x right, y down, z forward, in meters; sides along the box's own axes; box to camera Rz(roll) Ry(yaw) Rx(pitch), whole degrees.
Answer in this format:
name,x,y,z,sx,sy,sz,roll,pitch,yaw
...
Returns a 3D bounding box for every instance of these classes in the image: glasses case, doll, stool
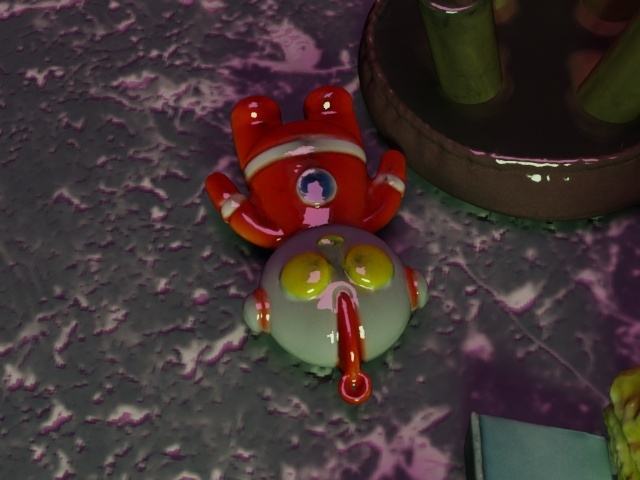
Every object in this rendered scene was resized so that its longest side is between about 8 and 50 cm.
name,x,y,z,sx,sy,sz,roll,pitch,yaw
glasses case,0.132,0.239,0.799,0.105,0.056,0.266,13,55,-22
doll,0.000,0.000,0.924,0.142,0.076,0.245,-8,55,-6
stool,0.163,-0.167,0.968,0.272,0.178,0.272,1,57,-1

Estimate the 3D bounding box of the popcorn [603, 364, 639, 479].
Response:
name,x,y,z,sx,sy,sz,roll,pitch,yaw
popcorn,0.263,0.124,0.799,0.185,0.167,0.187,-35,69,-26
